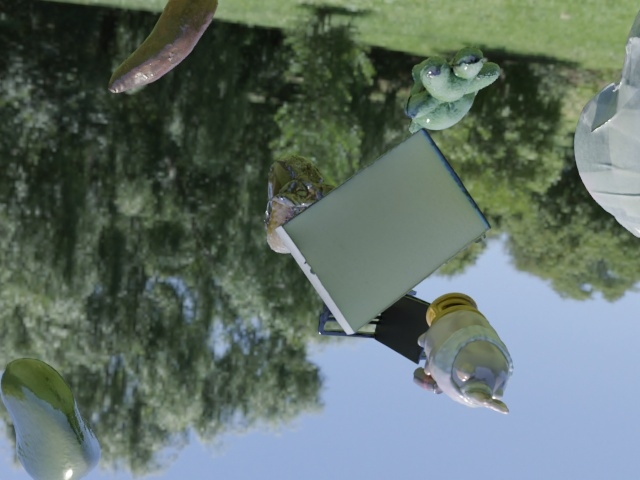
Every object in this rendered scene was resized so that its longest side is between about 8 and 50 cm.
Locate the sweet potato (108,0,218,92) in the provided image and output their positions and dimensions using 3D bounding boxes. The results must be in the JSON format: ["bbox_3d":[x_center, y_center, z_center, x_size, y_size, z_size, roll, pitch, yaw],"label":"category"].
[{"bbox_3d":[-0.297,-0.390,1.736,0.097,0.292,0.097,38,175,4],"label":"sweet potato"}]

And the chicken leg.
[{"bbox_3d":[-0.004,-0.002,0.996,0.080,0.196,0.125,-32,-156,-21],"label":"chicken leg"}]

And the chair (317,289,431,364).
[{"bbox_3d":[0.099,0.115,1.244,0.101,0.084,0.212,23,-171,36],"label":"chair"}]

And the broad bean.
[{"bbox_3d":[-0.437,0.298,1.431,0.189,0.263,0.121,29,-125,34],"label":"broad bean"}]

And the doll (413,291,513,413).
[{"bbox_3d":[0.113,0.103,0.738,0.084,0.073,0.127,-33,-150,15],"label":"doll"}]

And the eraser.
[{"bbox_3d":[0.053,-0.008,0.714,0.150,0.104,0.023,-35,-177,-18],"label":"eraser"}]

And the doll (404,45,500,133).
[{"bbox_3d":[0.136,-0.175,0.973,0.115,0.077,0.150,-27,170,-7],"label":"doll"}]

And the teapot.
[{"bbox_3d":[0.309,-0.104,0.717,0.178,0.221,0.163,-22,-118,-33],"label":"teapot"}]
